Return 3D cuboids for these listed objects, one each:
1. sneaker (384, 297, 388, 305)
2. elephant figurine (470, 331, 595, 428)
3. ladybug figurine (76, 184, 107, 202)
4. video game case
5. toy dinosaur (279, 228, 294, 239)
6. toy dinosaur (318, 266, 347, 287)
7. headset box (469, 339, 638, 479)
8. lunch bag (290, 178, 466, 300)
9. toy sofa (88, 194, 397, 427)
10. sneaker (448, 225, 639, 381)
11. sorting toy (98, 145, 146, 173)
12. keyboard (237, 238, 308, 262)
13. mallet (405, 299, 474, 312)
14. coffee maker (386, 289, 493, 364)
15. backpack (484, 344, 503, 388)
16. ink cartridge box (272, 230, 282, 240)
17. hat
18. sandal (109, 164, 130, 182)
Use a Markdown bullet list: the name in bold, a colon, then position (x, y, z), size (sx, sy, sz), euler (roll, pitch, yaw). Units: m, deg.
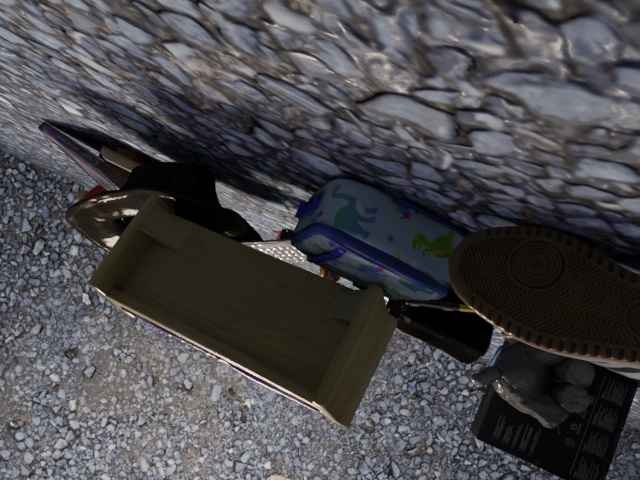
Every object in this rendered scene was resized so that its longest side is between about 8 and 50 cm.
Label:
- **sneaker**: position (0.181, 0.140, 1.227), size (0.258, 0.091, 0.094), euler (24, 173, -6)
- **elephant figurine**: position (0.397, 0.240, 1.053), size (0.186, 0.169, 0.239), euler (45, -172, 8)
- **ladybug figurine**: position (-0.444, -0.046, 1.582), size (0.449, 0.162, 0.305), euler (27, 172, -28)
- **video game case**: position (-0.456, -0.138, 1.185), size (0.274, 0.026, 0.196), euler (30, 164, 38)
- **toy dinosaur**: position (0.000, 0.000, 0.937), size (0.118, 0.064, 0.268), euler (3, 160, 28)
- **toy dinosaur**: position (0.014, 0.077, 1.335), size (0.064, 0.112, 0.212), euler (6, -142, -23)
- **headset box**: position (0.488, 0.363, 1.239), size (0.282, 0.247, 0.131), euler (21, 172, 13)
- **lunch bag**: position (0.056, 0.003, 0.680), size (0.176, 0.090, 0.219), euler (28, 171, -9)
- **toy sofa**: position (-0.095, 0.093, 0.743), size (0.362, 0.150, 0.177), euler (22, 159, 21)
- **sneaker**: position (0.258, 0.074, 0.503), size (0.282, 0.099, 0.153), euler (16, 168, 28)
- **sorting toy**: position (-0.349, -0.139, 1.152), size (0.192, 0.038, 0.208), euler (27, 176, -22)
- **keyboard**: position (-0.105, 0.019, 0.902), size (0.255, 0.014, 0.072), euler (-3, 155, 12)
- **mallet**: position (0.236, 0.112, 0.926), size (0.189, 0.039, 0.062), euler (4, 163, 28)
- **coffee maker**: position (0.221, 0.146, 1.040), size (0.178, 0.120, 0.171), euler (24, 171, -5)
- **backpack**: position (0.526, 0.373, 1.599), size (0.116, 0.158, 0.173), euler (31, -175, 7)
- **ink cartridge box**: position (-0.066, 0.008, 1.304), size (0.062, 0.029, 0.115), euler (28, 171, -32)
- **hat**: position (-0.238, -0.049, 0.944), size (0.330, 0.134, 0.331), euler (2, 156, 1)
- **sandal**: position (-0.429, -0.125, 1.317), size (0.240, 0.088, 0.079), euler (33, 149, 21)
